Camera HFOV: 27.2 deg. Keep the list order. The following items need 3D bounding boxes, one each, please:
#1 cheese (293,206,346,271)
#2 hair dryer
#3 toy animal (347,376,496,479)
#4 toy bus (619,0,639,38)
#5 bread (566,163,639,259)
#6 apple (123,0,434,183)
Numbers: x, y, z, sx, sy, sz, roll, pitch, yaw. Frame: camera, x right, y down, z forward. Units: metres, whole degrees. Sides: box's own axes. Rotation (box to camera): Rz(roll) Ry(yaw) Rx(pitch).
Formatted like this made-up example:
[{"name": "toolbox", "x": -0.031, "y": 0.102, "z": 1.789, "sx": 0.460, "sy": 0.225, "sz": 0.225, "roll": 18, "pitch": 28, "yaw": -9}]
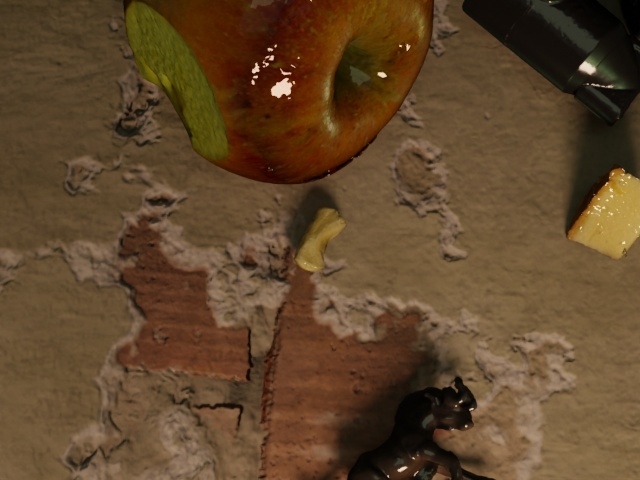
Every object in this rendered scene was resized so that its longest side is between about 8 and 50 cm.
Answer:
[{"name": "cheese", "x": 0.000, "y": 0.000, "z": 1.622, "sx": 0.044, "sy": 0.030, "sz": 0.083, "roll": 22, "pitch": 73, "yaw": 11}, {"name": "hair dryer", "x": 0.319, "y": -0.293, "z": 1.547, "sx": 0.244, "sy": 0.302, "sz": 0.116, "roll": 39, "pitch": 65, "yaw": 8}, {"name": "toy animal", "x": 0.104, "y": 0.270, "z": 1.549, "sx": 0.233, "sy": 0.084, "sz": 0.148, "roll": -40, "pitch": 63, "yaw": -1}, {"name": "toy bus", "x": 0.442, "y": -0.375, "z": 1.551, "sx": 0.162, "sy": 0.323, "sz": 0.194, "roll": -12, "pitch": 81, "yaw": -2}, {"name": "bread", "x": 0.358, "y": -0.031, "z": 1.589, "sx": 0.084, "sy": 0.109, "sz": 0.080, "roll": 28, "pitch": 76, "yaw": 2}, {"name": "apple", "x": -0.063, "y": -0.265, "z": 1.553, "sx": 0.374, "sy": 0.374, "sz": 0.384, "roll": 24, "pitch": 118, "yaw": 6}]
